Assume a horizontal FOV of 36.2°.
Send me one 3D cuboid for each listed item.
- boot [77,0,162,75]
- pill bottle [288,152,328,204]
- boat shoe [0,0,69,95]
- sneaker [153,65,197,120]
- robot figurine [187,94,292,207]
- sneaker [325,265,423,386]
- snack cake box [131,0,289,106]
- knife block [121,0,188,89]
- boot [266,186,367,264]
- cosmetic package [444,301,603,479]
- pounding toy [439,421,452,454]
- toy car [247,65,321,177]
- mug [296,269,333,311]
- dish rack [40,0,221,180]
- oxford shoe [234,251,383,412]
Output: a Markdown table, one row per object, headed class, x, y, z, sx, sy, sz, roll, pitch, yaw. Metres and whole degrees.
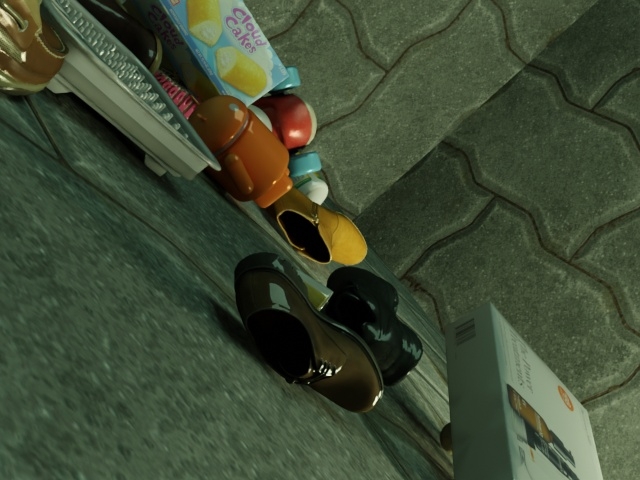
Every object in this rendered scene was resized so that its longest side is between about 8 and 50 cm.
| class | x | y | z | sx | sy | sz | roll | pitch | yaw |
| --- | --- | --- | --- | --- | --- | --- | --- | --- | --- |
| boot | -0.387 | -0.376 | 1.645 | 0.207 | 0.090 | 0.248 | 25 | 22 | -47 |
| pill bottle | -0.087 | -0.154 | 2.172 | 0.208 | 0.117 | 0.117 | 50 | 5 | 21 |
| boat shoe | -0.289 | -0.216 | 0.834 | 0.122 | 0.120 | 0.324 | 49 | 5 | 8 |
| sneaker | -0.269 | -0.269 | 1.780 | 0.170 | 0.063 | 0.075 | 38 | 16 | -39 |
| robot figurine | -0.139 | -0.152 | 1.630 | 0.128 | 0.158 | 0.219 | -9 | -45 | 44 |
| sneaker | 0.061 | 0.106 | 1.539 | 0.130 | 0.109 | 0.286 | 38 | 7 | -29 |
| snack cake box | -0.193 | -0.359 | 1.739 | 0.089 | 0.152 | 0.264 | -12 | -65 | 56 |
| knife block | -0.317 | -0.376 | 2.061 | 0.275 | 0.088 | 0.242 | 46 | 5 | -27 |
| boot | 0.000 | -0.001 | 1.934 | 0.295 | 0.104 | 0.211 | 40 | 13 | -27 |
| cosmetic package | 0.304 | 0.308 | 1.416 | 0.284 | 0.097 | 0.377 | 48 | 24 | -24 |
| pounding toy | 0.280 | 0.360 | 1.596 | 0.237 | 0.110 | 0.183 | -10 | 61 | -52 |
| toy car | -0.150 | -0.217 | 1.971 | 0.238 | 0.210 | 0.219 | -18 | 96 | -47 |
| mug | -0.027 | 0.070 | 1.276 | 0.064 | 0.062 | 0.078 | 41 | -3 | 6 |
| dish rack | -0.278 | -0.211 | 1.202 | 0.285 | 0.072 | 0.333 | 51 | 5 | 37 |
| oxford shoe | -0.013 | 0.119 | 0.992 | 0.227 | 0.083 | 0.096 | 45 | 25 | -31 |
